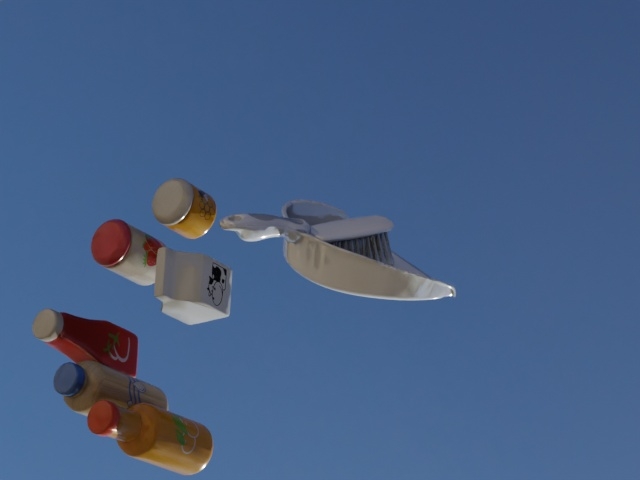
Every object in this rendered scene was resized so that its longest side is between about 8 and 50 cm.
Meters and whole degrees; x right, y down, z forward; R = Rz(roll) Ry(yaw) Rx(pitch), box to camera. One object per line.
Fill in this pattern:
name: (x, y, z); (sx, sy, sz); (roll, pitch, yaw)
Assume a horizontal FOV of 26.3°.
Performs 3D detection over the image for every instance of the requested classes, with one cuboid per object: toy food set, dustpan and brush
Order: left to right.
toy food set: (-0.144, 0.055, 1.024); (0.111, 0.104, 0.232); (-13, -117, 31)
dustpan and brush: (0.000, 0.000, 1.097); (0.147, 0.211, 0.060); (36, -59, 41)
